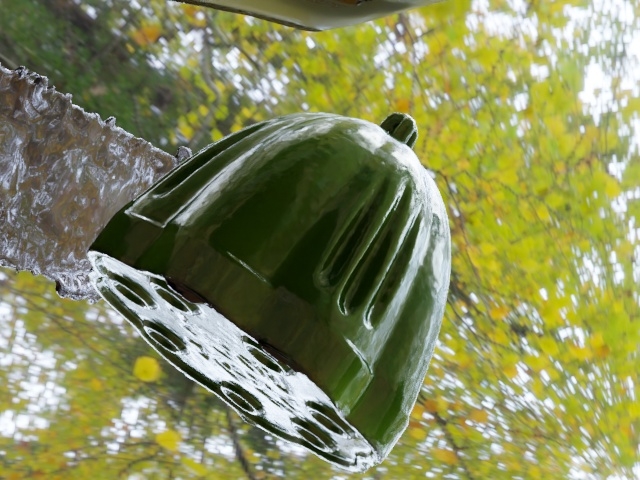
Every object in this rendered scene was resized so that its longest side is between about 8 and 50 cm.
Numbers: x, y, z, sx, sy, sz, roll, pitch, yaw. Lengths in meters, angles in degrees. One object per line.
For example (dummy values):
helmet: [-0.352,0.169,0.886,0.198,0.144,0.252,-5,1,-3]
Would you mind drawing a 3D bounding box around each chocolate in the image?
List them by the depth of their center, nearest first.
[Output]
chocolate: [-0.192,-0.045,0.730,0.112,0.321,0.112,22,-91,19]

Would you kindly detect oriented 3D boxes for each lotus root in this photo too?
lotus root: [0.000,0.000,0.667,0.186,0.186,0.186,-3,-102,13]

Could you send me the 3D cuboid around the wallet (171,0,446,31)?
wallet: [0.000,-0.114,0.513,0.110,0.155,0.039,6,-93,-30]
